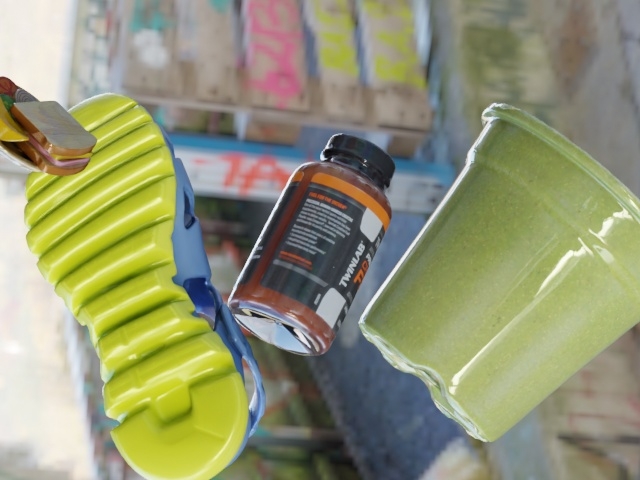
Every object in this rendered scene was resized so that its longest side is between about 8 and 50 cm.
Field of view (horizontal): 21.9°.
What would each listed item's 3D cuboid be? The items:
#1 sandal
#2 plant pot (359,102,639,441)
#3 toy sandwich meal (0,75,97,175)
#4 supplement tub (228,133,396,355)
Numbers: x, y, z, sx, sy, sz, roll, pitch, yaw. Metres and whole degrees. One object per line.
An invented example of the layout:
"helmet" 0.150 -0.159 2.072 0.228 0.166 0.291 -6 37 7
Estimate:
"sandal" -0.124 0.040 1.222 0.138 0.126 0.317 43 -153 -67
"plant pot" 0.184 0.051 1.626 0.254 0.276 0.276 -48 14 -5
"toy sandwich meal" -0.173 -0.073 0.983 0.029 0.085 0.086 -44 33 24
"supplement tub" 0.000 0.000 1.530 0.198 0.106 0.106 -64 7 -19
